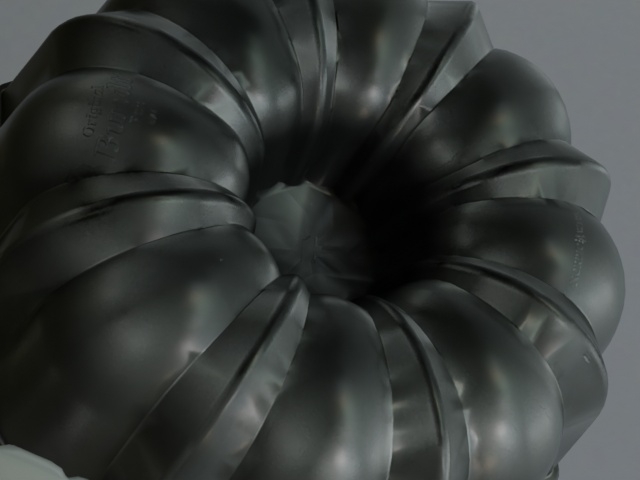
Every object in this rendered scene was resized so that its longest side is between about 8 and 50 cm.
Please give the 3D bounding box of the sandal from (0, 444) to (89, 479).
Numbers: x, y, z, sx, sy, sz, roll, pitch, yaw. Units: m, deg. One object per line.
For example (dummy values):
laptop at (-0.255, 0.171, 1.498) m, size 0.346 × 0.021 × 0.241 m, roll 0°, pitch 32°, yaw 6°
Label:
sandal at (-0.211, 0.115, 0.531) m, size 0.416 × 0.102 × 0.169 m, roll 16°, pitch -40°, yaw 11°

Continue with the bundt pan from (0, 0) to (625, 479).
bundt pan at (0.000, 0.000, 0.757) m, size 0.124 × 0.330 × 0.331 m, roll -49°, pitch -126°, yaw 56°
